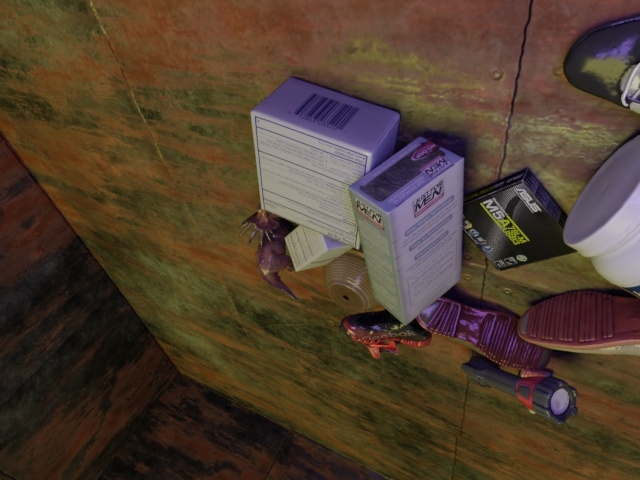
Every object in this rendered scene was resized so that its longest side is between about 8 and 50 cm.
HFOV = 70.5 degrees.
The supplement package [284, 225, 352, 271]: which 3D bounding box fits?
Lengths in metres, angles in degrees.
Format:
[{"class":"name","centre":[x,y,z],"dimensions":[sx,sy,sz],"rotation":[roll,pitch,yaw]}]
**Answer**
[{"class":"supplement package","centre":[0.000,0.000,1.192],"dimensions":[0.179,0.105,0.105],"rotation":[-37,69,55]}]

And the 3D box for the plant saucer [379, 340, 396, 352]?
[{"class":"plant saucer","centre":[0.178,0.311,1.511],"dimensions":[0.169,0.029,0.168],"rotation":[22,143,18]}]

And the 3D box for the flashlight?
[{"class":"flashlight","centre":[0.507,0.373,1.176],"dimensions":[0.103,0.103,0.304],"rotation":[61,165,-8]}]

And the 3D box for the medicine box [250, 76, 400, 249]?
[{"class":"medicine box","centre":[0.008,-0.161,0.988],"dimensions":[0.264,0.149,0.289],"rotation":[23,144,17]}]

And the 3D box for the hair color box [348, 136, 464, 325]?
[{"class":"hair color box","centre":[0.191,-0.003,0.942],"dimensions":[0.114,0.185,0.374],"rotation":[41,160,38]}]

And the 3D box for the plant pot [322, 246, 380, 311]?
[{"class":"plant pot","centre":[0.096,0.124,1.288],"dimensions":[0.238,0.109,0.237],"rotation":[22,142,18]}]

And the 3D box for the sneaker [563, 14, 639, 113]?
[{"class":"sneaker","centre":[0.477,-0.189,0.566],"dimensions":[0.331,0.146,0.122],"rotation":[20,144,23]}]

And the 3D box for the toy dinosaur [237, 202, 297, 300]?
[{"class":"toy dinosaur","centre":[-0.144,0.030,1.284],"dimensions":[0.127,0.295,0.200],"rotation":[-11,170,17]}]

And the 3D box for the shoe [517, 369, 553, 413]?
[{"class":"shoe","centre":[0.582,0.412,1.264],"dimensions":[0.081,0.063,0.177],"rotation":[19,137,24]}]

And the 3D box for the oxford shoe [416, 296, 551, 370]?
[{"class":"oxford shoe","centre":[0.412,0.229,1.175],"dimensions":[0.349,0.122,0.130],"rotation":[25,176,7]}]

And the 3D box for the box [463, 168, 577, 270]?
[{"class":"box","centre":[0.386,-0.032,0.913],"dimensions":[0.190,0.045,0.184],"rotation":[46,148,-14]}]

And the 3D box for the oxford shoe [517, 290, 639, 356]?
[{"class":"oxford shoe","centre":[0.607,0.191,0.916],"dimensions":[0.146,0.140,0.397],"rotation":[44,147,-25]}]

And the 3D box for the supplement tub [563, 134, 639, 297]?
[{"class":"supplement tub","centre":[0.555,0.004,0.653],"dimensions":[0.316,0.228,0.228],"rotation":[30,145,7]}]

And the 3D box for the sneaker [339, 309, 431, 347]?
[{"class":"sneaker","centre":[0.196,0.232,1.286],"dimensions":[0.277,0.097,0.135],"rotation":[6,135,-8]}]

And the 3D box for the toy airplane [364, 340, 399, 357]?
[{"class":"toy airplane","centre":[0.192,0.343,1.486],"dimensions":[0.151,0.028,0.151],"rotation":[22,145,17]}]
